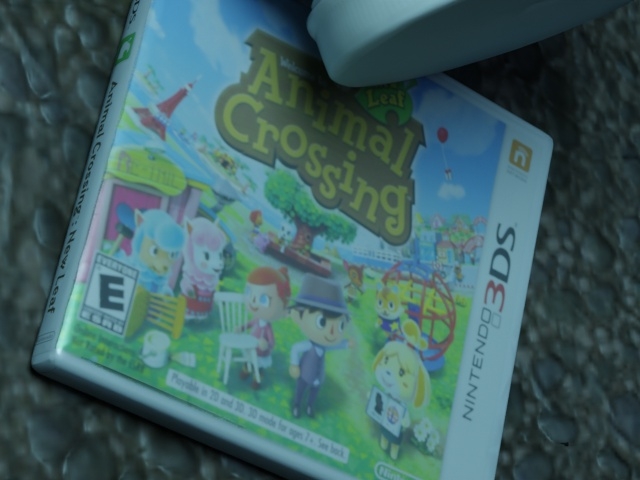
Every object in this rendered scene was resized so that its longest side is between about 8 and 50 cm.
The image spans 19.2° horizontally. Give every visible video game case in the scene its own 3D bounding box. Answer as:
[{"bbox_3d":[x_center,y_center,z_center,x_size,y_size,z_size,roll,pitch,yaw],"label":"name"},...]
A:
[{"bbox_3d":[0.000,0.000,0.765,0.212,0.023,0.193,27,63,-30],"label":"video game case"}]

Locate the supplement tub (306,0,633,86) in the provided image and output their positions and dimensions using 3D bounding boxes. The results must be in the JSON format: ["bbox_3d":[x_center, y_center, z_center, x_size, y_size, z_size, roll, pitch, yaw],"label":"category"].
[{"bbox_3d":[0.037,-0.216,0.734,0.191,0.191,0.272,-15,83,-39],"label":"supplement tub"}]
